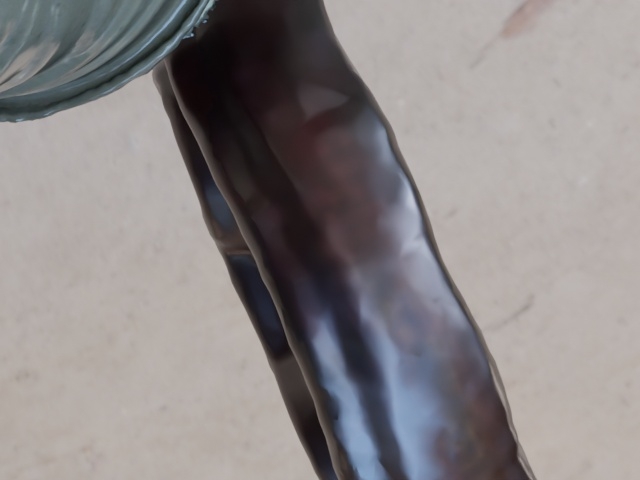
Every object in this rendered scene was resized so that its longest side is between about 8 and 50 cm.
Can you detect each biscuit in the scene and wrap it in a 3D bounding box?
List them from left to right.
[{"bbox_3d":[0.000,0.000,0.862,0.091,0.407,0.407,-25,128,1],"label":"biscuit"}]

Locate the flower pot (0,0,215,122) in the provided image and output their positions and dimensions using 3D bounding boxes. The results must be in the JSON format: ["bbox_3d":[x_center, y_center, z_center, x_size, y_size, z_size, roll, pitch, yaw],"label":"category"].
[{"bbox_3d":[-0.144,-0.132,0.615,0.235,0.140,0.235,6,115,12],"label":"flower pot"}]
